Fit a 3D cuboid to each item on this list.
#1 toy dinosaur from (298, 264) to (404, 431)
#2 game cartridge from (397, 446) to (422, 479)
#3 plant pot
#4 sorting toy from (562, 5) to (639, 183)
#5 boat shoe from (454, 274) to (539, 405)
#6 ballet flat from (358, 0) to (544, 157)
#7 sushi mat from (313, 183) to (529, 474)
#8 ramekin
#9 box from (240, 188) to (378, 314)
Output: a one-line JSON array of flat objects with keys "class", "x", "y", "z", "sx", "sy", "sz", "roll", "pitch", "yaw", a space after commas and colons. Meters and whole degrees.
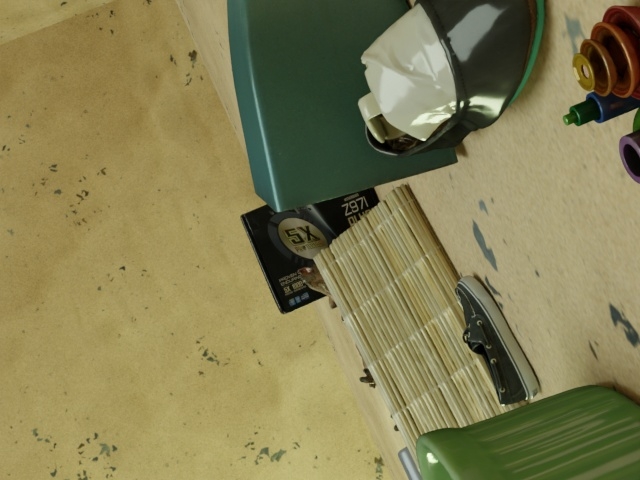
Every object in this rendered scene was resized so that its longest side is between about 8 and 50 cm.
[{"class": "toy dinosaur", "x": 0.109, "y": 0.130, "z": 1.250, "sx": 0.296, "sy": 0.127, "sz": 0.200, "roll": 53, "pitch": -174, "yaw": -11}, {"class": "game cartridge", "x": 0.186, "y": 0.361, "z": 1.356, "sx": 0.196, "sy": 0.060, "sz": 0.294, "roll": 61, "pitch": -172, "yaw": 16}, {"class": "plant pot", "x": -0.002, "y": -0.167, "z": 0.910, "sx": 0.165, "sy": 0.165, "sz": 0.234, "roll": -141, "pitch": 35, "yaw": -77}, {"class": "sorting toy", "x": 0.150, "y": -0.065, "z": 0.501, "sx": 0.061, "sy": 0.042, "sz": 0.102, "roll": -135, "pitch": 23, "yaw": -74}, {"class": "boat shoe", "x": 0.163, "y": 0.096, "z": 0.980, "sx": 0.049, "sy": 0.040, "sz": 0.142, "roll": 77, "pitch": 168, "yaw": -58}, {"class": "ballet flat", "x": 0.078, "y": -0.109, "z": 0.708, "sx": 0.280, "sy": 0.096, "sz": 0.095, "roll": 101, "pitch": 146, "yaw": -78}, {"class": "sushi mat", "x": 0.104, "y": 0.099, "z": 1.100, "sx": 0.019, "sy": 0.151, "sz": 0.317, "roll": 10, "pitch": -135, "yaw": -49}, {"class": "ramekin", "x": 0.200, "y": 0.255, "z": 0.736, "sx": 0.303, "sy": 0.148, "sz": 0.303, "roll": 157, "pitch": 90, "yaw": -84}, {"class": "box", "x": 0.000, "y": 0.000, "z": 1.371, "sx": 0.077, "sy": 0.180, "sz": 0.147, "roll": 148, "pitch": 99, "yaw": -85}]
